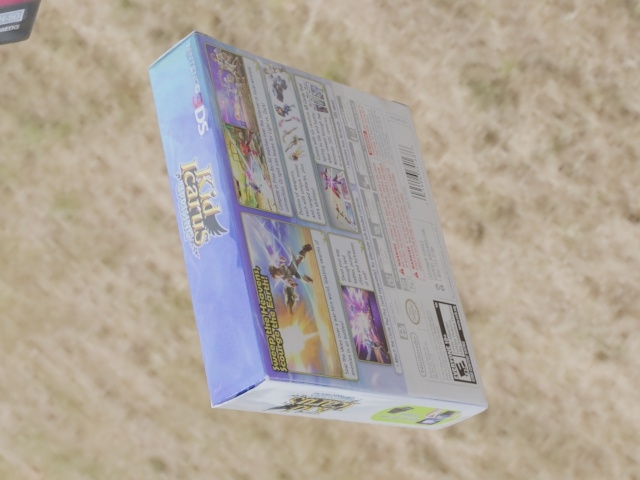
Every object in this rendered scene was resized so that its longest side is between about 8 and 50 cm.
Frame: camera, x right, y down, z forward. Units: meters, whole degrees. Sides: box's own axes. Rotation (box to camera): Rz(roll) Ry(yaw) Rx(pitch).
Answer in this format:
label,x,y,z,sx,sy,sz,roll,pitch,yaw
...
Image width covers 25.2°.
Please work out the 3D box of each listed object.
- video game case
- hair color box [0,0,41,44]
label,x,y,z,sx,sy,sz,roll,pitch,yaw
video game case,0.000,0.000,1.063,0.061,0.269,0.244,-30,152,34
hair color box,-0.228,-0.239,0.768,0.113,0.185,0.374,62,149,17
